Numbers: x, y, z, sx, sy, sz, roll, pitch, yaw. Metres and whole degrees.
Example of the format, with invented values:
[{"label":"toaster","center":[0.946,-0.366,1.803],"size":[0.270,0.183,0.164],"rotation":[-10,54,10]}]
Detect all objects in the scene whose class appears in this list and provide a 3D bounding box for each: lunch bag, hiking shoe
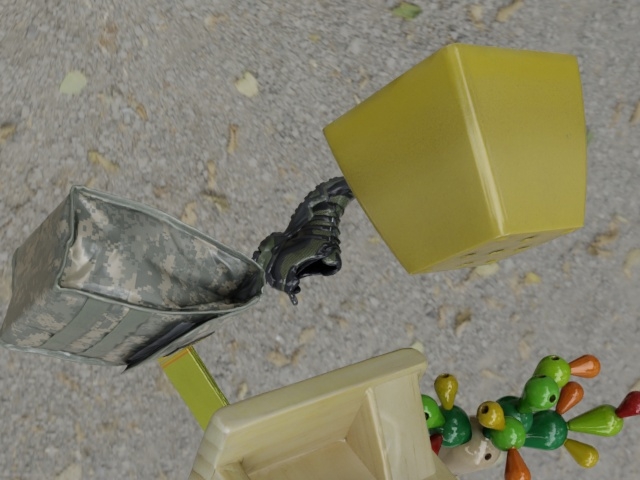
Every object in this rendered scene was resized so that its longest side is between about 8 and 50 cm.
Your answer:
[{"label":"lunch bag","center":[-0.241,0.073,1.186],"size":[0.287,0.168,0.235],"rotation":[17,150,-30]},{"label":"hiking shoe","center":[0.000,0.000,1.388],"size":[0.114,0.086,0.227],"rotation":[39,72,15]}]

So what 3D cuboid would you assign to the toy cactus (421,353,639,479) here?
[{"label":"toy cactus","center":[0.162,0.172,0.790],"size":[0.219,0.112,0.180],"rotation":[-4,152,-27]}]

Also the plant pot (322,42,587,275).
[{"label":"plant pot","center":[0.163,-0.075,0.975],"size":[0.212,0.212,0.187],"rotation":[-5,75,-40]}]

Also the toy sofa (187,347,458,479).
[{"label":"toy sofa","center":[0.074,0.240,0.433],"size":[0.150,0.362,0.177],"rotation":[-12,136,-40]}]

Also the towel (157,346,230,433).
[{"label":"towel","center":[-0.215,0.218,1.475],"size":[0.021,0.102,0.237],"rotation":[-32,89,-42]}]
